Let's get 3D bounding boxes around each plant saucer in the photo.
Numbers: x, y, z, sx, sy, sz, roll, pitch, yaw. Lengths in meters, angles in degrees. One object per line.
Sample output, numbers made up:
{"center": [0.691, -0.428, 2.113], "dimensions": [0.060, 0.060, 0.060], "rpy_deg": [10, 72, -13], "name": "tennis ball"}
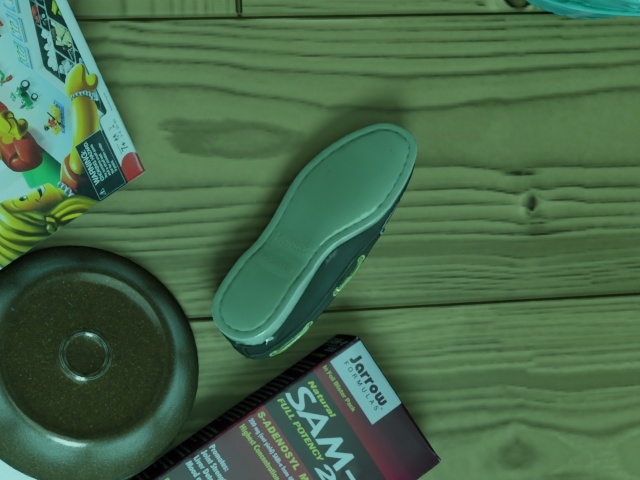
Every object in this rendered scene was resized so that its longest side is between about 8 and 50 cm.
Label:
{"center": [-0.188, 0.094, 1.291], "dimensions": [0.198, 0.036, 0.199], "rpy_deg": [6, 71, -17], "name": "plant saucer"}

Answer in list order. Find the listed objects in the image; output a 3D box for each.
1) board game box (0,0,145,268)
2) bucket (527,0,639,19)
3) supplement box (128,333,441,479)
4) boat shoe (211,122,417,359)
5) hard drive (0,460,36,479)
{"center": [-0.272, -0.127, 1.214], "dimensions": [0.193, 0.053, 0.305], "rpy_deg": [-37, 126, -21], "name": "board game box"}
{"center": [0.250, -0.314, 1.353], "dimensions": [0.281, 0.183, 0.281], "rpy_deg": [0, 88, -13], "name": "bucket"}
{"center": [-0.038, 0.195, 1.334], "dimensions": [0.239, 0.073, 0.130], "rpy_deg": [-35, 96, -12], "name": "supplement box"}
{"center": [0.000, 0.000, 1.351], "dimensions": [0.081, 0.069, 0.228], "rpy_deg": [36, 77, 26], "name": "boat shoe"}
{"center": [-0.347, 0.173, 1.280], "dimensions": [0.318, 0.040, 0.210], "rpy_deg": [24, 83, -11], "name": "hard drive"}
